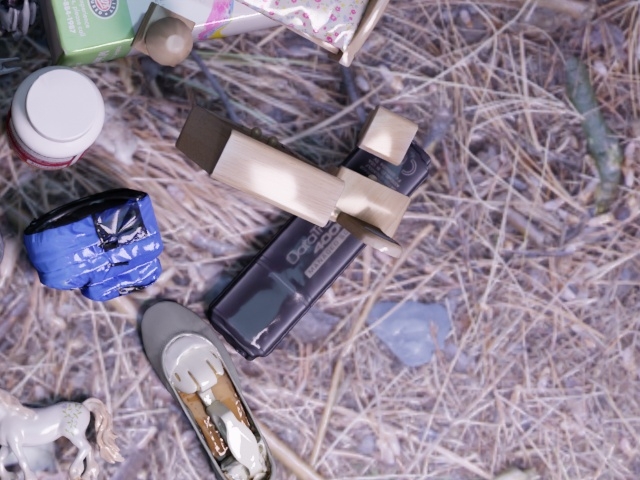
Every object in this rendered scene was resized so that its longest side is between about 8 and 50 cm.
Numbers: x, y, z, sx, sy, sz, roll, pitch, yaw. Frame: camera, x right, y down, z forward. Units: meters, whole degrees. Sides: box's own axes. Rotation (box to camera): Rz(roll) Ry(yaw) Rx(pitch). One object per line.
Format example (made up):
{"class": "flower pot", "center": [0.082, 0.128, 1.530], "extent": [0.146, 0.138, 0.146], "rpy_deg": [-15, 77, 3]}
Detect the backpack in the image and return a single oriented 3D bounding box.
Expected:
{"class": "backpack", "center": [-0.215, 0.008, 1.576], "extent": [0.120, 0.098, 0.101], "rpy_deg": [-16, 93, -15]}

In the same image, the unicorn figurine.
{"class": "unicorn figurine", "center": [-0.273, 0.183, 1.574], "extent": [0.162, 0.060, 0.111], "rpy_deg": [-7, 86, -30]}

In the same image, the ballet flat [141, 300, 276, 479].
{"class": "ballet flat", "center": [-0.102, 0.151, 1.607], "extent": [0.072, 0.068, 0.213], "rpy_deg": [-29, 92, -15]}

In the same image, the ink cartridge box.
{"class": "ink cartridge box", "center": [-0.105, -0.303, 1.617], "extent": [0.353, 0.119, 0.207], "rpy_deg": [-13, 90, -14]}

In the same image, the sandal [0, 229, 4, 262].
{"class": "sandal", "center": [-0.422, 0.023, 1.542], "extent": [0.255, 0.054, 0.097], "rpy_deg": [-11, 130, -13]}

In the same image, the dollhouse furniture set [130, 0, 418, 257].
{"class": "dollhouse furniture set", "center": [0.022, -0.202, 1.499], "extent": [0.303, 0.174, 0.355], "rpy_deg": [25, 95, -22]}

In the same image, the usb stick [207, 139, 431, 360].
{"class": "usb stick", "center": [0.000, 0.000, 1.658], "extent": [0.077, 0.045, 0.278], "rpy_deg": [42, 77, 0]}

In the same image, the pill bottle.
{"class": "pill bottle", "center": [-0.247, -0.115, 1.550], "extent": [0.086, 0.152, 0.086], "rpy_deg": [1, 85, -14]}

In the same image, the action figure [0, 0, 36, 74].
{"class": "action figure", "center": [-0.364, -0.259, 1.564], "extent": [0.185, 0.099, 0.285], "rpy_deg": [1, 89, -23]}
